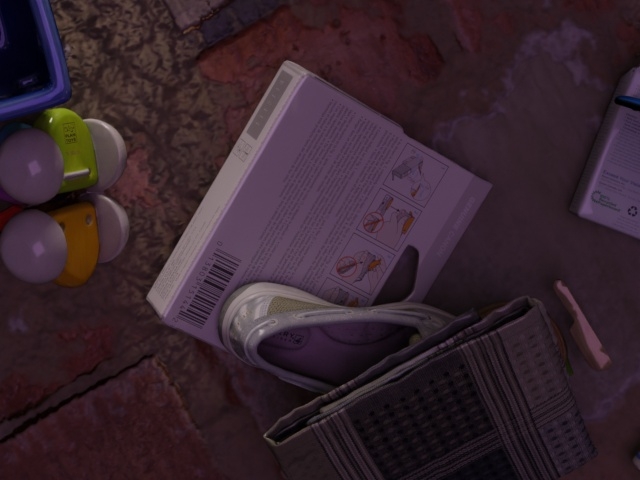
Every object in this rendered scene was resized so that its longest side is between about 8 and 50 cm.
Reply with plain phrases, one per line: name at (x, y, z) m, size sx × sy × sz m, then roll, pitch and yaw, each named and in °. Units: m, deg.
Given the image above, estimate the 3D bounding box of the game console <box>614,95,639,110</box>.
game console at (0.435, -0.033, 1.554) m, size 0.173 × 0.293 × 0.250 m, roll -15°, pitch 102°, yaw -5°

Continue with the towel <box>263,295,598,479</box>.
towel at (0.124, 0.205, 1.657) m, size 0.312 × 0.056 × 0.324 m, roll -27°, pitch 139°, yaw 1°

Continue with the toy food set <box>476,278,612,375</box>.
toy food set at (0.211, 0.129, 1.738) m, size 0.192 × 0.038 × 0.132 m, roll -28°, pitch 98°, yaw 9°

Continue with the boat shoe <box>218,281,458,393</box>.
boat shoe at (0.053, 0.121, 1.634) m, size 0.320 × 0.103 × 0.118 m, roll 16°, pitch 102°, yaw -25°

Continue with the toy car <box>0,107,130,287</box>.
toy car at (-0.284, -0.044, 1.595) m, size 0.136 × 0.159 × 0.182 m, roll 5°, pitch 103°, yaw 29°

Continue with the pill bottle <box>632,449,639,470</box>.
pill bottle at (0.420, 0.220, 1.758) m, size 0.078 × 0.078 × 0.137 m, roll 39°, pitch 93°, yaw -13°

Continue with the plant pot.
plant pot at (-0.375, -0.225, 1.499) m, size 0.236 × 0.212 × 0.236 m, roll -15°, pitch 102°, yaw -4°

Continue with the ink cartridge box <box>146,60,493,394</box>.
ink cartridge box at (0.000, 0.000, 1.666) m, size 0.261 × 0.066 × 0.296 m, roll 28°, pitch 96°, yaw -28°

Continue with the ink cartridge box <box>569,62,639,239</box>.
ink cartridge box at (0.411, -0.095, 1.714) m, size 0.223 × 0.045 × 0.224 m, roll 21°, pitch 96°, yaw -12°
